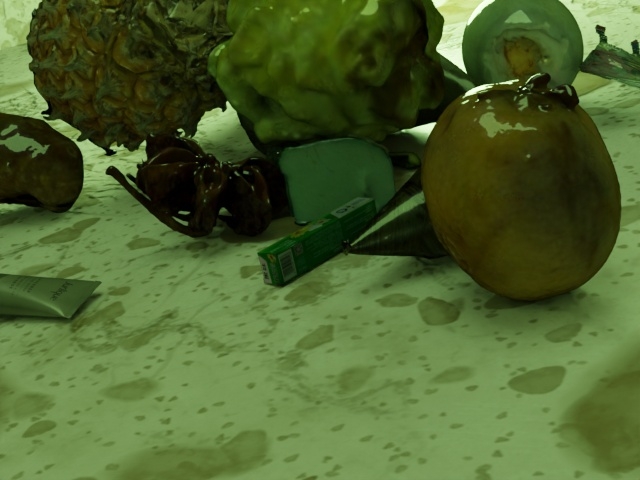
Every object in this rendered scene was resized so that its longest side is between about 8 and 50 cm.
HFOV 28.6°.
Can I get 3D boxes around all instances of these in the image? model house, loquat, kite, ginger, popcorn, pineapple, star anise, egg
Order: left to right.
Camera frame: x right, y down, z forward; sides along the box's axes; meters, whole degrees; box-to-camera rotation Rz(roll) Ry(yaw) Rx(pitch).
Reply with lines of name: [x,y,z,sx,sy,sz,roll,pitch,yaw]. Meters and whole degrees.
ginger: [-0.512,-0.115,1.981,0.321,0.172,0.165,-7,-18,23]
pineapple: [-0.272,-0.318,1.940,0.352,0.352,0.300,-30,5,-37]
star anise: [-0.148,-0.068,1.686,0.220,0.126,0.190,22,34,20]
model house: [-0.040,-0.100,1.813,0.083,0.066,0.079,6,11,1]
popcorn: [0.008,-0.252,1.729,0.312,0.312,0.312,-12,21,4]
model house: [0.021,-0.088,1.665,0.148,0.119,0.149,-13,13,1]
loquat: [0.201,-0.048,1.281,0.193,0.238,0.238,-7,20,-4]
egg: [0.306,-0.295,1.911,0.183,0.183,0.217,-8,22,13]
kite: [0.473,-0.268,1.871,0.204,0.022,0.360,15,22,0]

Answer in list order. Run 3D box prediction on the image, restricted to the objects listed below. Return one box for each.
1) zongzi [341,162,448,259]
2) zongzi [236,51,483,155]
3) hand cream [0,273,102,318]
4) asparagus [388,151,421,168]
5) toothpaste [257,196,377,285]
zongzi: [0.121,-0.050,1.496,0.242,0.112,0.221,-16,22,-5]
zongzi: [0.064,-0.201,1.902,0.323,0.160,0.360,-30,37,-12]
hand cream: [-0.376,0.069,1.582,0.186,0.054,0.087,2,29,19]
asparagus: [0.095,-0.115,1.801,0.108,0.021,0.025,2,27,35]
toothpaste: [0.000,0.000,1.535,0.178,0.043,0.037,-30,24,-37]
